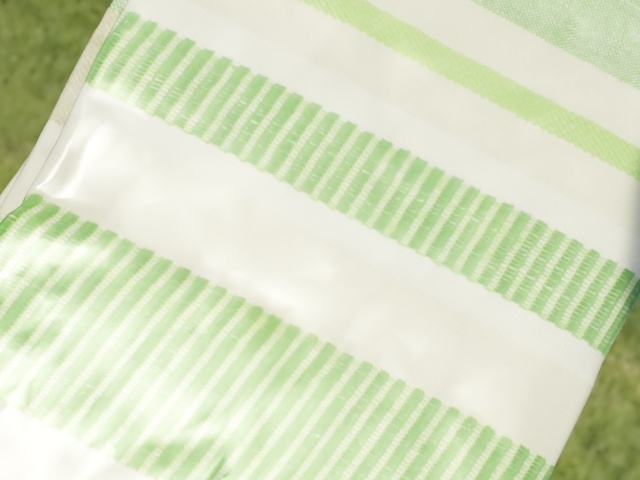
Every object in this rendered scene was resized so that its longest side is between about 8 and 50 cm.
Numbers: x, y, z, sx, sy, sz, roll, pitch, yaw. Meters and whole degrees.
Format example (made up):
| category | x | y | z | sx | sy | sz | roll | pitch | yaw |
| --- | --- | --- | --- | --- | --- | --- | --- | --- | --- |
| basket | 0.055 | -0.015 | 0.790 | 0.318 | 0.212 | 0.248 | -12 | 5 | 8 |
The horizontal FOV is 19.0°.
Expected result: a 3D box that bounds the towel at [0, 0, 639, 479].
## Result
| category | x | y | z | sx | sy | sz | roll | pitch | yaw |
| --- | --- | --- | --- | --- | --- | --- | --- | --- | --- |
| towel | 0.000 | 0.000 | 0.757 | 0.248 | 0.324 | 0.038 | 28 | 167 | -2 |
